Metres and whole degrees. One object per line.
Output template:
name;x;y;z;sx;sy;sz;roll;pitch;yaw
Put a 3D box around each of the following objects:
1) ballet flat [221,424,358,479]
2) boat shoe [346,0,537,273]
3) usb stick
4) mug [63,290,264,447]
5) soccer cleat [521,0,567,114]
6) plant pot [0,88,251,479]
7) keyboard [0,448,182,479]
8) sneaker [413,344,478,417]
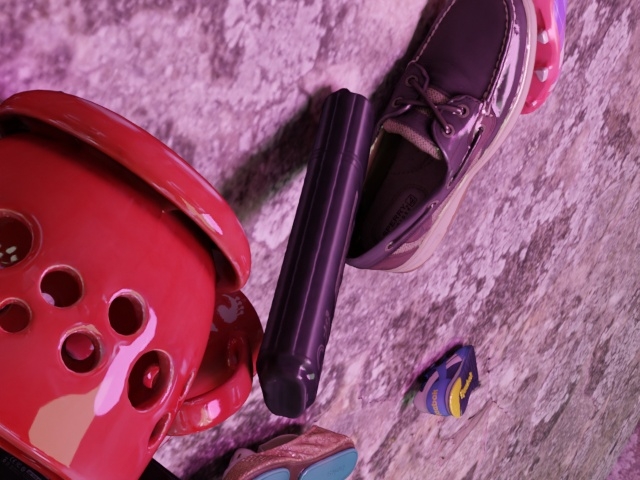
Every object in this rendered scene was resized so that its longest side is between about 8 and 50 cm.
ballet flat;-0.047;0.223;1.090;0.206;0.067;0.073;-5;117;-54
boat shoe;0.096;-0.094;0.988;0.092;0.103;0.285;-14;134;-60
usb stick;0.000;0.000;0.852;0.077;0.045;0.278;94;7;-51
mug;-0.110;0.101;0.797;0.169;0.150;0.113;-27;141;-52
soccer cleat;0.203;-0.227;1.060;0.095;0.083;0.248;-46;147;-33
plant pot;-0.143;0.026;0.621;0.174;0.191;0.191;-56;152;-16
keyboard;-0.174;0.144;0.688;0.108;0.180;0.023;-48;149;-20
sneaker;0.156;0.168;1.390;0.144;0.059;0.053;-39;117;-61
